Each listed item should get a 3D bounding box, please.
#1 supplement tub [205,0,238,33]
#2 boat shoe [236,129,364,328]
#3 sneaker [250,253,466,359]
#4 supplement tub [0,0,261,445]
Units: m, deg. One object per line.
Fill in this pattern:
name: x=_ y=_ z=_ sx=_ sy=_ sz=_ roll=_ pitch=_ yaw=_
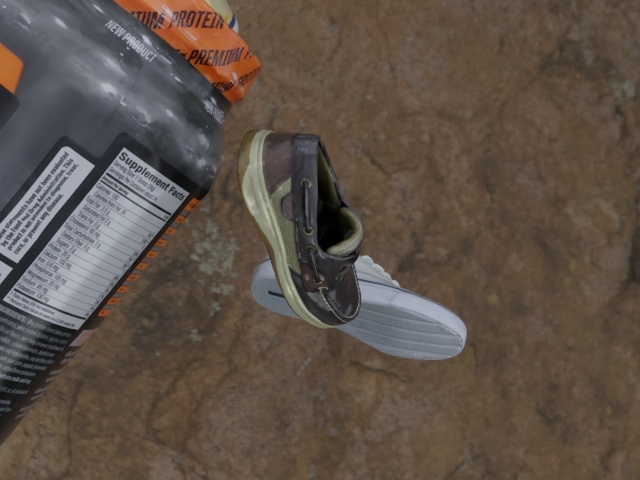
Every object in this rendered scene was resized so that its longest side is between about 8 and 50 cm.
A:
supplement tub: x=-0.343 y=-0.554 z=1.932 sx=0.228 sy=0.228 sz=0.316 roll=-48 pitch=131 yaw=-25
boat shoe: x=0.000 y=0.000 z=0.492 sx=0.152 sy=0.049 sz=0.056 roll=62 pitch=36 yaw=-46
sneaker: x=0.051 y=0.059 z=1.022 sx=0.258 sy=0.094 sz=0.091 roll=20 pitch=46 yaw=2
supplement tub: x=-0.203 y=-0.029 z=0.542 sx=0.207 sy=0.207 sz=0.338 roll=39 pitch=89 yaw=-25
